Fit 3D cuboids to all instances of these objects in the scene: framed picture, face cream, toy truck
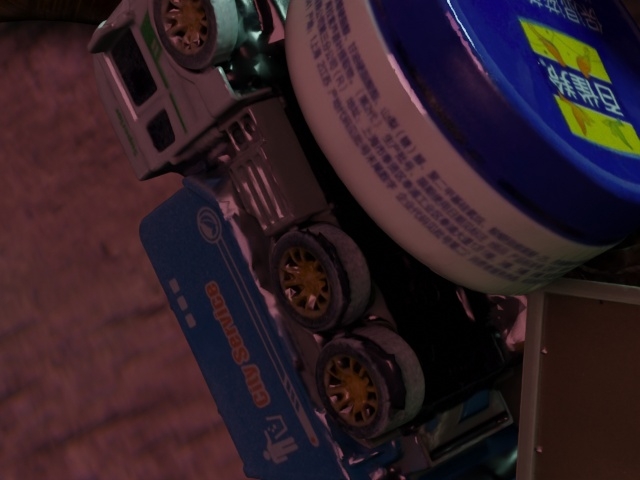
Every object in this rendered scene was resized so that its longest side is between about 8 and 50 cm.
[{"bbox_3d":[0.189,0.096,0.853,0.183,0.011,0.142,7,100,30],"label":"framed picture"},{"bbox_3d":[0.082,-0.077,0.823,0.111,0.206,0.206,-38,64,32],"label":"face cream"},{"bbox_3d":[0.000,0.000,0.935,0.175,0.146,0.367,-29,83,49],"label":"toy truck"}]

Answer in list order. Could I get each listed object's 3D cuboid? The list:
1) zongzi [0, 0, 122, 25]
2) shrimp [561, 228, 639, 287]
[{"bbox_3d":[-0.135,-0.154,1.126,0.241,0.111,0.248,-45,70,18],"label":"zongzi"},{"bbox_3d":[0.212,-0.031,0.915,0.343,0.116,0.145,3,82,33],"label":"shrimp"}]
